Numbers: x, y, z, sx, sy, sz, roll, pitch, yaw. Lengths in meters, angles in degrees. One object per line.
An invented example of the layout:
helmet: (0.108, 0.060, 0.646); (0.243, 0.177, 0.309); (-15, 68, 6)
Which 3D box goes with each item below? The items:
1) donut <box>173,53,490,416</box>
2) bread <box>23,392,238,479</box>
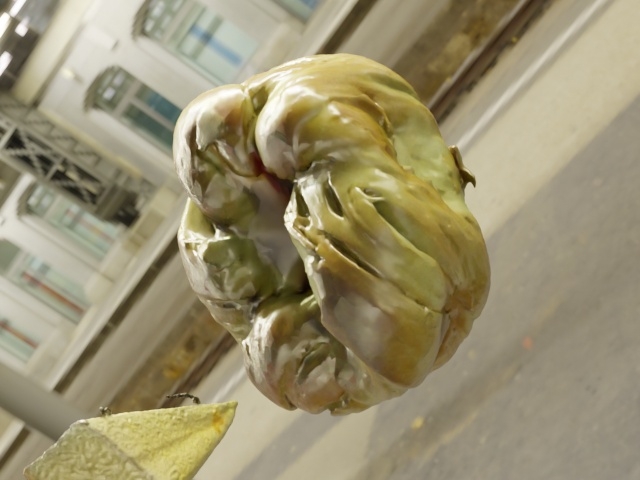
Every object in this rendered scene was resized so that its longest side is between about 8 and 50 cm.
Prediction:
donut: (0.000, 0.000, 1.013); (0.170, 0.360, 0.360); (-24, -10, -36)
bread: (-0.109, 0.121, 0.677); (0.084, 0.080, 0.109); (-44, 4, 38)
